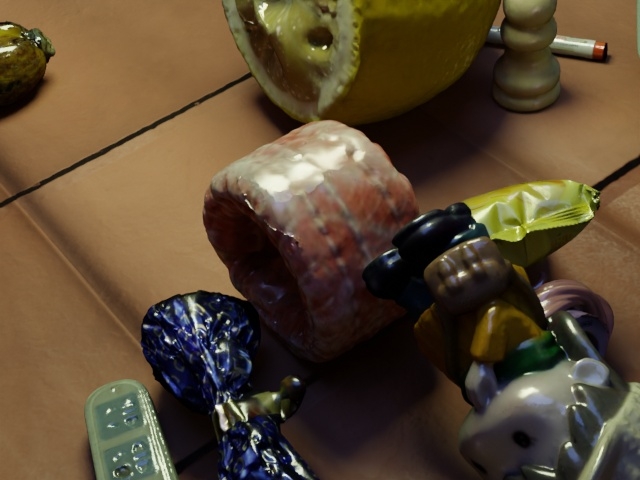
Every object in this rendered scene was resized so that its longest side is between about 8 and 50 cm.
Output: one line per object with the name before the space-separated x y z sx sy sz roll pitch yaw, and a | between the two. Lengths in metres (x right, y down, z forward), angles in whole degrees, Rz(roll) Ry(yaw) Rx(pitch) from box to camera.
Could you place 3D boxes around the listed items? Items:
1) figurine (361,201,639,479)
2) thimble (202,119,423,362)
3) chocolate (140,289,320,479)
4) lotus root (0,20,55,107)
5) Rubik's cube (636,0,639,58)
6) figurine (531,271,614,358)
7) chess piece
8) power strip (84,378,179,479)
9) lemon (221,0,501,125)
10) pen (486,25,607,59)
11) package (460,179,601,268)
figurine | 0.186 0.123 0.952 0.205 0.185 0.332 -3 59 -28
thimble | 0.000 0.000 1.124 0.162 0.239 0.239 -34 50 -22
chocolate | -0.069 0.186 1.016 0.148 0.126 0.343 -36 48 6
lotus root | -0.477 -0.239 1.525 0.210 0.120 0.120 -23 46 -13
Rubik's cube | 0.589 -0.306 1.242 0.352 0.347 0.352 -12 36 -7
figurine | 0.222 0.081 1.091 0.126 0.114 0.157 -11 40 -25
chess piece | 0.269 -0.258 1.389 0.094 0.170 0.094 -3 45 3
power strip | -0.171 0.241 1.035 0.080 0.048 0.286 -16 43 -9
lemon | 0.073 -0.328 1.378 0.364 0.364 0.364 -4 44 4
pen | 0.283 -0.283 1.514 0.239 0.028 0.028 14 48 20
package | 0.194 -0.010 1.146 0.168 0.226 0.090 -20 90 -11
